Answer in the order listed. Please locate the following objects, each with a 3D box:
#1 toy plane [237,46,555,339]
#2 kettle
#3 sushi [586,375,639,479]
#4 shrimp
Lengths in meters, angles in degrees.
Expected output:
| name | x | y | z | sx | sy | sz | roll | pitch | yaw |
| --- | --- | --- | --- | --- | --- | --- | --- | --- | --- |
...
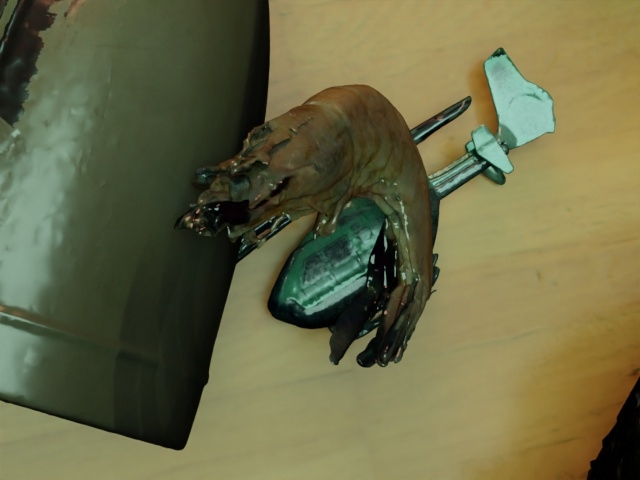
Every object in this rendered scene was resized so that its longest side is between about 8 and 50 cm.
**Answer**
| name | x | y | z | sx | sy | sz | roll | pitch | yaw |
| --- | --- | --- | --- | --- | --- | --- | --- | --- | --- |
| toy plane | 0.044 | -0.014 | 1.068 | 0.235 | 0.060 | 0.096 | -34 | 79 | -1 |
| kettle | -0.159 | -0.084 | 0.936 | 0.228 | 0.321 | 0.324 | 11 | 81 | 35 |
| sushi | 0.252 | 0.165 | 1.024 | 0.238 | 0.218 | 0.225 | 24 | 48 | 18 |
| shrimp | 0.000 | 0.000 | 0.947 | 0.046 | 0.219 | 0.152 | -8 | 98 | 33 |
